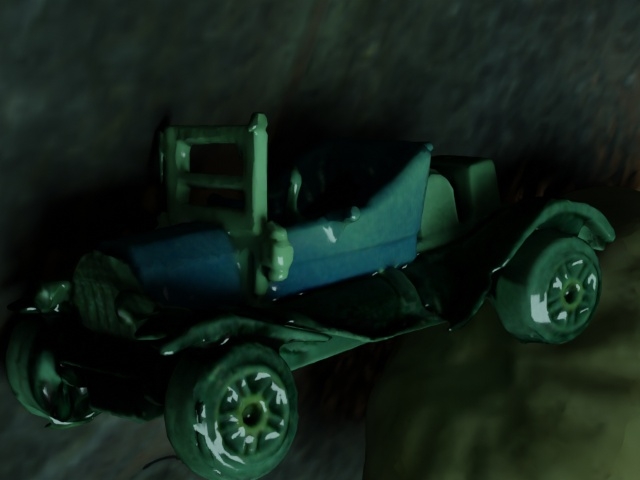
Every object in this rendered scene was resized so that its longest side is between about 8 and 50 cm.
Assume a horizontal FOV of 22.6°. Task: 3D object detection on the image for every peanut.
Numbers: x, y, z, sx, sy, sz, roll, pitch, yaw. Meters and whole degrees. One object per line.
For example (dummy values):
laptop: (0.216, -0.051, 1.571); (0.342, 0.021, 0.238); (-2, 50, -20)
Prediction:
peanut: (0.115, 0.036, 0.527); (0.257, 0.123, 0.123); (-20, 136, -45)

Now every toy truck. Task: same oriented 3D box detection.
toy truck: (-0.001, 0.000, 0.401); (0.154, 0.080, 0.078); (-17, 107, -40)
